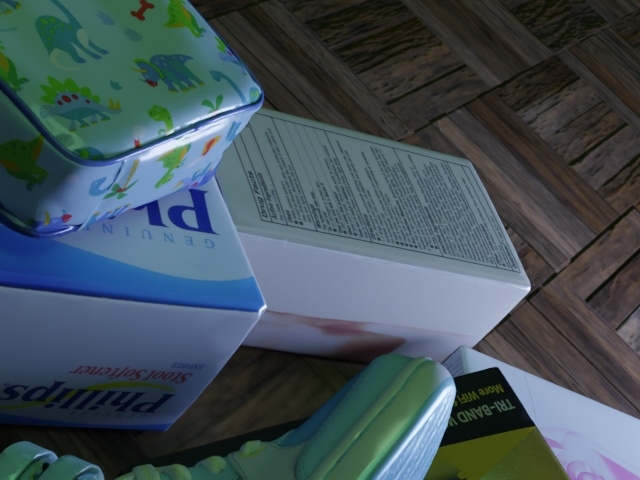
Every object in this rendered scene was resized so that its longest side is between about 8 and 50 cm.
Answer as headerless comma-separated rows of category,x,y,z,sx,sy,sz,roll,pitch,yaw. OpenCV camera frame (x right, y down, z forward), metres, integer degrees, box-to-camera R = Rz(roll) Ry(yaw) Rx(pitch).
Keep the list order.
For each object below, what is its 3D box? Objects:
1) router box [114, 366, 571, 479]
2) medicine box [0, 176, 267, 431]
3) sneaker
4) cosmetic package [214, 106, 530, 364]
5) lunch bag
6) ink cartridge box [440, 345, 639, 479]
router box,0.044,0.226,1.008,0.309,0.081,0.243,-12,57,-34
medicine box,-0.216,-0.031,1.053,0.263,0.149,0.289,8,44,-39
sneaker,-0.088,0.144,0.872,0.208,0.127,0.319,37,72,21
cosmetic package,0.000,0.000,1.251,0.296,0.129,0.153,13,43,-36
lunch bag,-0.152,-0.101,0.979,0.176,0.090,0.219,47,33,9
ink cartridge box,0.242,0.265,1.233,0.324,0.071,0.330,23,35,-24
